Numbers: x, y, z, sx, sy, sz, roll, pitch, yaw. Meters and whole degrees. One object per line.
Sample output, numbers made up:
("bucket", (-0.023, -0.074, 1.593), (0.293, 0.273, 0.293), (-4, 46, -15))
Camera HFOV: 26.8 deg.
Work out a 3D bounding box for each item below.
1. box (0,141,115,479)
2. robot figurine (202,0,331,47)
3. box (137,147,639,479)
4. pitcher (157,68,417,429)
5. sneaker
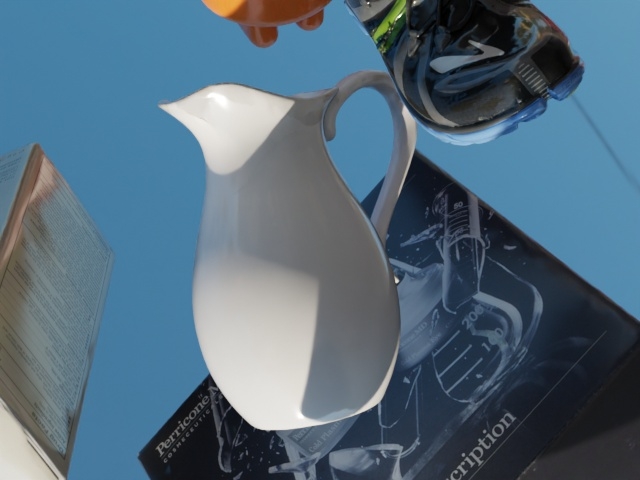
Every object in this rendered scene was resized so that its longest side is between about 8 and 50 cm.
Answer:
("box", (-0.267, 0.068, 1.088), (0.311, 0.121, 0.148), (-90, -26, -59))
("robot figurine", (-0.044, -0.257, 1.041), (0.158, 0.219, 0.128), (7, -129, 11))
("box", (0.078, 0.158, 1.003), (0.179, 0.343, 0.312), (40, -177, -37))
("pitcher", (0.000, 0.000, 0.836), (0.178, 0.125, 0.207), (-13, -86, -30))
("sneaker", (0.043, -0.105, 0.570), (0.078, 0.067, 0.188), (56, 180, -44))
